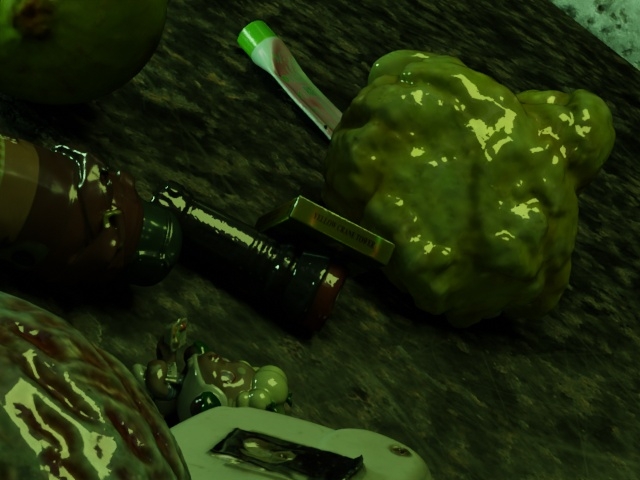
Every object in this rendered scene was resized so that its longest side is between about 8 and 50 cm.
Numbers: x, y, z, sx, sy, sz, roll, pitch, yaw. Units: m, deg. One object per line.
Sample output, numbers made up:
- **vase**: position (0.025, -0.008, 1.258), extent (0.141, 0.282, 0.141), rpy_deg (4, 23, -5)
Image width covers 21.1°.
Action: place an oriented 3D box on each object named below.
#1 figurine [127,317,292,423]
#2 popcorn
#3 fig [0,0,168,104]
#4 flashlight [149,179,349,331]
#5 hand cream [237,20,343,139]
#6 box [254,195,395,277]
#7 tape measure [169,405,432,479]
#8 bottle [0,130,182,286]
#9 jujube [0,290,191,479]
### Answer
- **figurine**: position (-0.121, 0.133, 1.601), extent (0.197, 0.093, 0.147), rpy_deg (24, 15, -16)
- **popcorn**: position (0.174, -0.074, 2.102), extent (0.334, 0.292, 0.293), rpy_deg (17, 33, -20)
- **fig**: position (-0.295, -0.287, 1.994), extent (0.258, 0.258, 0.326), rpy_deg (32, 11, 0)
- **flashlight**: position (-0.087, 0.015, 1.882), extent (0.232, 0.093, 0.093), rpy_deg (26, 25, -2)
- **hand cream**: position (-0.015, -0.203, 2.416), extent (0.079, 0.050, 0.275), rpy_deg (-26, 64, -33)
- **box**: position (0.000, 0.000, 1.933), extent (0.121, 0.030, 0.193), rpy_deg (27, -12, -11)
- **tape measure**: position (-0.032, 0.233, 1.404), extent (0.265, 0.130, 0.258), rpy_deg (15, 19, 11)
- **bottle**: position (-0.260, -0.027, 1.680), extent (0.271, 0.143, 0.156), rpy_deg (19, 28, -29)
- **jujube**: position (-0.228, 0.179, 1.218), extent (0.308, 0.246, 0.215), rpy_deg (31, 33, 26)
